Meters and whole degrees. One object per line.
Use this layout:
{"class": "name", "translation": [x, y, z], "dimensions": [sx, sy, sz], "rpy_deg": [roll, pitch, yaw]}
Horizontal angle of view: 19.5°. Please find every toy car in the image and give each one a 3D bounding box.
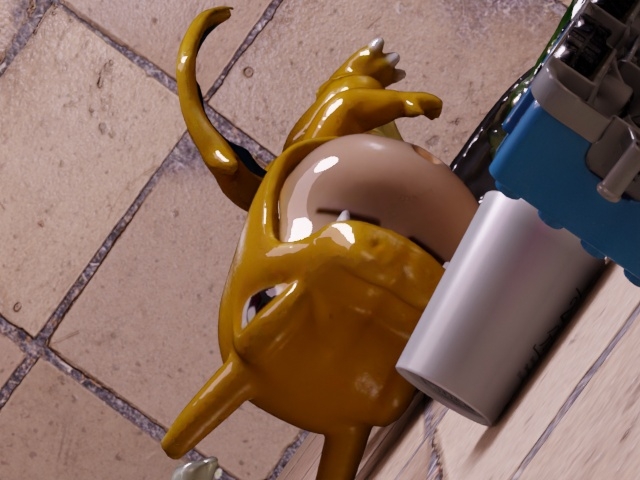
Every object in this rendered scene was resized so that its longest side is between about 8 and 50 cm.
{"class": "toy car", "translation": [0.129, -0.042, 0.793], "dimensions": [0.100, 0.097, 0.191], "rpy_deg": [-56, -2, 29]}

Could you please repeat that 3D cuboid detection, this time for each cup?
{"class": "cup", "translation": [0.100, 0.041, 1.013], "dimensions": [0.116, 0.074, 0.104], "rpy_deg": [-59, -24, -9]}

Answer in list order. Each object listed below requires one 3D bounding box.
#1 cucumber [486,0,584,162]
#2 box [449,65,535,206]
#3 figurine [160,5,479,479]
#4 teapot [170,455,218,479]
{"class": "cucumber", "translation": [0.218, -0.156, 1.022], "dimensions": [0.325, 0.105, 0.145], "rpy_deg": [-51, -2, -18]}
{"class": "box", "translation": [0.157, -0.029, 2.024], "dimensions": [0.359, 0.091, 0.350], "rpy_deg": [-55, -2, 3]}
{"class": "figurine", "translation": [0.015, 0.029, 1.614], "dimensions": [0.387, 0.268, 0.401], "rpy_deg": [-81, -12, -55]}
{"class": "teapot", "translation": [-0.123, 0.266, 0.902], "dimensions": [0.318, 0.149, 0.220], "rpy_deg": [-54, -2, 38]}
